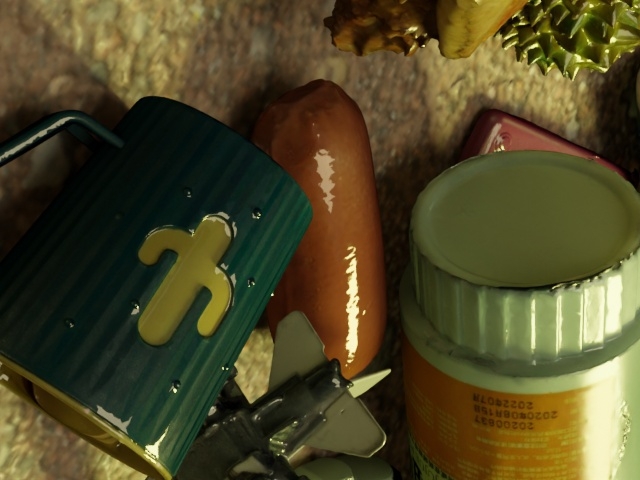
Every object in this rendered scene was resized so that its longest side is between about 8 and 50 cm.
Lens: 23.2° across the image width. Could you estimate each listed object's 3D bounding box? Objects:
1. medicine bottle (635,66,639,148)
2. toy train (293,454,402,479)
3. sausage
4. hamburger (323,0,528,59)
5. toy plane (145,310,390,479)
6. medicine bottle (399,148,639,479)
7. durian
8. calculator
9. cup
[{"bbox_3d":[0.275,-0.034,1.130,0.115,0.078,0.219,-68,151,-49],"label":"medicine bottle"},{"bbox_3d":[-0.026,0.172,0.966,0.207,0.043,0.047,-16,120,-40],"label":"toy train"},{"bbox_3d":[0.000,0.000,0.888,0.077,0.077,0.194,-30,128,-32],"label":"sausage"},{"bbox_3d":[0.088,-0.201,0.803,0.245,0.155,0.282,-50,174,18],"label":"hamburger"},{"bbox_3d":[-0.064,0.130,0.852,0.234,0.160,0.082,-35,159,1],"label":"toy plane"},{"bbox_3d":[0.132,0.106,0.990,0.158,0.158,0.318,-33,136,-30],"label":"medicine bottle"},{"bbox_3d":[0.186,-0.158,0.962,0.187,0.119,0.108,-43,130,-24],"label":"durian"},{"bbox_3d":[0.148,-0.010,1.063,0.190,0.034,0.126,17,99,-47],"label":"calculator"},{"bbox_3d":[-0.103,0.008,0.764,0.176,0.131,0.155,41,73,-22],"label":"cup"}]
